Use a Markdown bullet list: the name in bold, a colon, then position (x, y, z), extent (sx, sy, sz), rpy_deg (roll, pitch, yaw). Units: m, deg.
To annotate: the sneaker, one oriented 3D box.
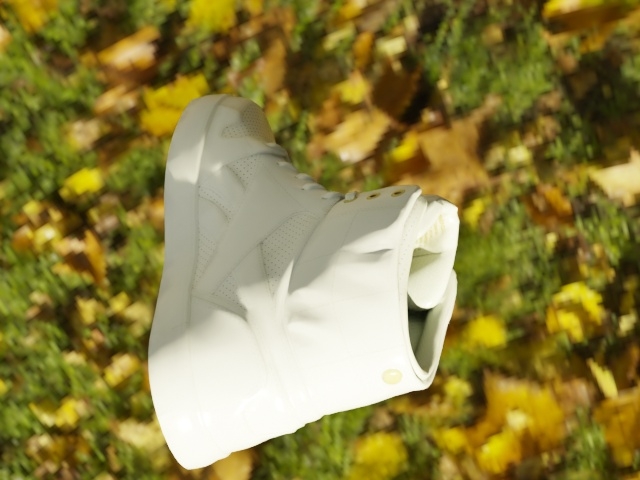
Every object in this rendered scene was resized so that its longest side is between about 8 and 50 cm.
- **sneaker**: position (0.000, 0.000, 1.004), extent (0.169, 0.108, 0.293), rpy_deg (-16, 38, 12)
